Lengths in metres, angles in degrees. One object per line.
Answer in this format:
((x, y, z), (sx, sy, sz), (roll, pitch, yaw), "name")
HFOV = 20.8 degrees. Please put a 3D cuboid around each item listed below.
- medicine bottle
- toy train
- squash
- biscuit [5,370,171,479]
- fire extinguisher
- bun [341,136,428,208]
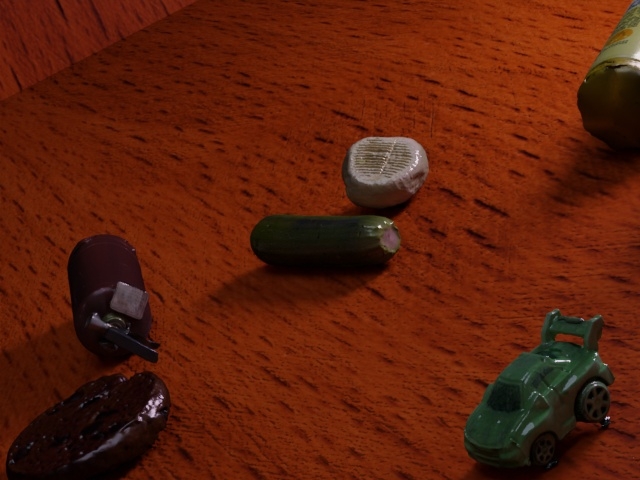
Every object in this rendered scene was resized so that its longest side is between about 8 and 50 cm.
((0.384, -0.199, 2.043), (0.124, 0.124, 0.239), (-11, 27, 32), "medicine bottle")
((0.187, 0.133, 1.500), (0.149, 0.081, 0.099), (-35, 24, -28), "toy train")
((0.000, 0.000, 2.053), (0.229, 0.066, 0.066), (-1, 30, 46), "squash")
((-0.244, 0.206, 1.841), (0.192, 0.049, 0.192), (-26, 22, 12), "biscuit")
((-0.249, 0.076, 2.106), (0.104, 0.105, 0.269), (-25, 20, -3), "fire extinguisher")
((0.080, -0.078, 2.150), (0.115, 0.069, 0.115), (-9, 41, 8), "bun")
